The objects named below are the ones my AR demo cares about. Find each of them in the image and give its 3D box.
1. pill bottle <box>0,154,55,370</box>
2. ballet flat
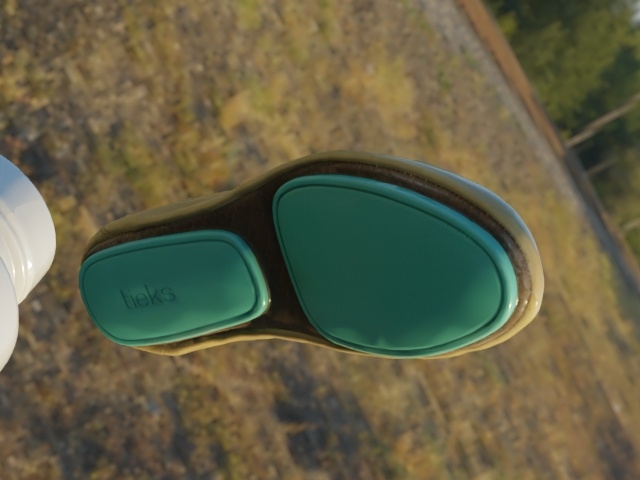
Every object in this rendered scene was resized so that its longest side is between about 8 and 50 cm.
[{"bbox_3d":[-0.218,0.047,0.746,0.124,0.124,0.221,59,37,-19],"label":"pill bottle"},{"bbox_3d":[0.000,0.000,0.612,0.073,0.232,0.080,-30,109,-43],"label":"ballet flat"}]
